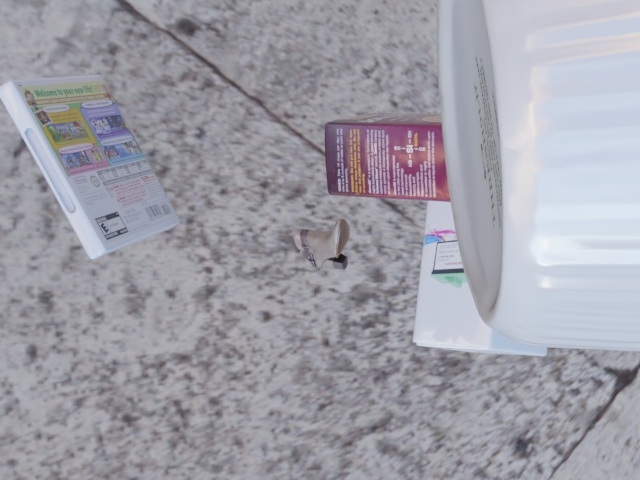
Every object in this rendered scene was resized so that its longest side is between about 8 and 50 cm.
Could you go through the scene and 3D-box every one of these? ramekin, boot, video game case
[{"bbox_3d":[0.138,-0.066,0.629,0.127,0.273,0.272,-6,86,-1],"label":"ramekin"},{"bbox_3d":[0.000,0.000,1.872,0.087,0.042,0.118,21,137,22],"label":"boot"},{"bbox_3d":[-0.238,-0.084,1.272,0.023,0.212,0.193,-28,91,17],"label":"video game case"}]

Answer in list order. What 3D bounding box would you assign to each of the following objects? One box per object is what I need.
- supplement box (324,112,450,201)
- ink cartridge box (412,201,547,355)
[{"bbox_3d":[0.110,-0.090,1.270,0.188,0.104,0.080,5,104,33],"label":"supplement box"},{"bbox_3d":[0.230,0.013,1.617,0.117,0.201,0.278,4,85,33],"label":"ink cartridge box"}]
